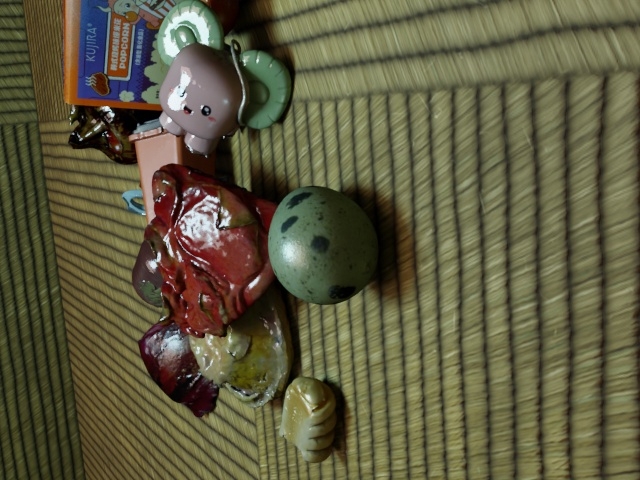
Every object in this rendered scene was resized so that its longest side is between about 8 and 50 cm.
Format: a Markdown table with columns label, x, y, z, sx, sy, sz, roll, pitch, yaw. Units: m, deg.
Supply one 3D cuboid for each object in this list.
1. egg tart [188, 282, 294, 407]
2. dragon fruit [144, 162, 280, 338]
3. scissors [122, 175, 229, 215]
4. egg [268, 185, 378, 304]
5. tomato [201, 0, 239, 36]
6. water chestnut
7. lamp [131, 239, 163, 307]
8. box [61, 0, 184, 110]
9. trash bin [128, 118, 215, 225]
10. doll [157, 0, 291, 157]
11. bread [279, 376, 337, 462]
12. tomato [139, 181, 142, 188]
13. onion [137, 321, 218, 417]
| label | x | y | z | sx | sy | sz | roll | pitch | yaw |
| --- | --- | --- | --- | --- | --- | --- | --- | --- | --- |
| egg tart | -0.189 | 0.202 | 1.675 | 0.352 | 0.150 | 0.352 | 23 | 118 | 51 |
| dragon fruit | -0.226 | 0.031 | 1.485 | 0.286 | 0.228 | 0.329 | 24 | 86 | 53 |
| scissors | -0.329 | -0.099 | 1.856 | 0.360 | 0.191 | 0.029 | -16 | 52 | 46 |
| egg | 0.000 | 0.000 | 1.260 | 0.228 | 0.177 | 0.177 | -111 | 29 | -43 |
| tomato | -0.209 | -0.472 | 1.558 | 0.166 | 0.082 | 0.174 | 132 | 130 | -59 |
| water chestnut | -0.491 | -0.322 | 1.895 | 0.289 | 0.244 | 0.289 | 173 | 90 | -87 |
| lamp | -0.371 | 0.068 | 1.928 | 0.180 | 0.180 | 0.258 | 65 | 145 | 24 |
| box | -0.426 | -0.515 | 1.664 | 0.348 | 0.257 | 0.318 | 112 | 153 | -47 |
| trash bin | -0.303 | -0.149 | 1.700 | 0.184 | 0.161 | 0.238 | -10 | 83 | 30 |
| doll | -0.201 | -0.308 | 1.498 | 0.284 | 0.216 | 0.268 | 38 | 128 | -2 |
| bread | -0.018 | 0.342 | 1.480 | 0.119 | 0.084 | 0.177 | 40 | 131 | 46 |
| tomato | -0.376 | -0.171 | 1.917 | 0.159 | 0.091 | 0.139 | -36 | 24 | 42 |
| onion | -0.383 | 0.336 | 2.049 | 0.314 | 0.146 | 0.280 | -45 | 64 | 50 |
